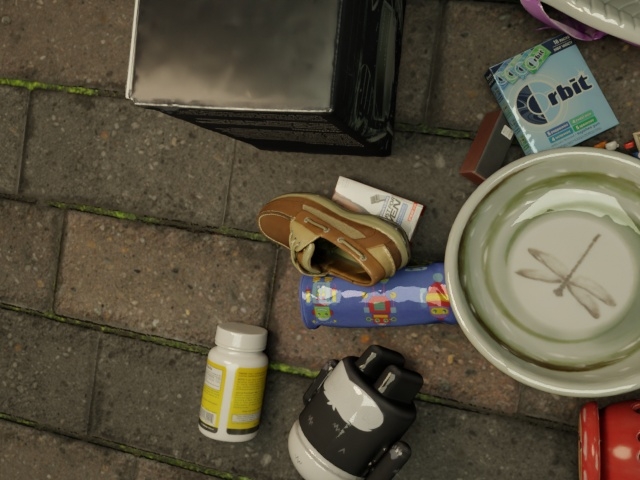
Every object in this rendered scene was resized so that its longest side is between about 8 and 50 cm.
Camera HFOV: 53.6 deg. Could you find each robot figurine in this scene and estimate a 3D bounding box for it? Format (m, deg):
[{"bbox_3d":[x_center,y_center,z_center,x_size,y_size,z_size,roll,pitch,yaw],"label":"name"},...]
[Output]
[{"bbox_3d":[0.064,0.325,1.152,0.174,0.209,0.278,35,99,-6],"label":"robot figurine"}]

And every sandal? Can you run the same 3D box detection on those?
[{"bbox_3d":[0.386,-0.414,1.074,0.416,0.169,0.102,32,142,14],"label":"sandal"}]

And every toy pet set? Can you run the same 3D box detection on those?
[{"bbox_3d":[0.525,-0.144,1.059,0.114,0.122,0.065,-24,97,-12],"label":"toy pet set"}]

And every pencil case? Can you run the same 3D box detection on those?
[{"bbox_3d":[0.117,0.097,1.156,0.306,0.133,0.119,-4,111,16],"label":"pencil case"}]

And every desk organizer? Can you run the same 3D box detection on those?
[{"bbox_3d":[0.303,-0.167,1.136,0.047,0.050,0.130,29,82,-21],"label":"desk organizer"}]

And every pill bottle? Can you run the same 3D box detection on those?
[{"bbox_3d":[-0.166,0.272,1.235,0.119,0.119,0.208,10,94,14],"label":"pill bottle"}]

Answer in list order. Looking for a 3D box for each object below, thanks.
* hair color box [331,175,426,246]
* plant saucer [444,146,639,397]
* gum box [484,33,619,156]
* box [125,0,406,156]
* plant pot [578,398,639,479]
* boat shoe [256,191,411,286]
[{"bbox_3d":[0.102,-0.051,1.191,0.167,0.053,0.093,21,97,15],"label":"hair color box"},{"bbox_3d":[0.407,0.049,1.023,0.401,0.100,0.400,-4,75,16],"label":"plant saucer"},{"bbox_3d":[0.397,-0.244,1.094,0.157,0.041,0.184,-25,84,-3],"label":"gum box"},{"bbox_3d":[-0.039,-0.400,1.003,0.298,0.472,0.479,6,93,13],"label":"box"},{"bbox_3d":[0.513,0.348,1.027,0.174,0.191,0.191,2,92,21],"label":"plant pot"},{"bbox_3d":[0.000,0.000,1.128,0.324,0.120,0.122,14,134,39],"label":"boat shoe"}]
